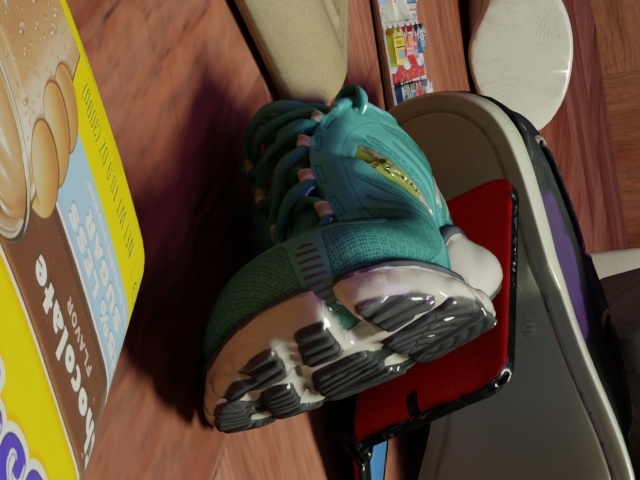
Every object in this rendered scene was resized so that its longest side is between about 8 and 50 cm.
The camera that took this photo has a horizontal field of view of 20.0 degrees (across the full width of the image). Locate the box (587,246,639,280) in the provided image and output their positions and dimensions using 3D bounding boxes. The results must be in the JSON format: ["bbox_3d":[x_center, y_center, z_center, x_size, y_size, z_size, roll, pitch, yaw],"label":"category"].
[{"bbox_3d":[0.241,0.123,1.534,0.181,0.119,0.182,57,29,-62],"label":"box"}]

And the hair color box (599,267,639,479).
[{"bbox_3d":[0.235,0.111,1.103,0.185,0.113,0.374,55,-11,0],"label":"hair color box"}]

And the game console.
[{"bbox_3d":[0.055,0.061,0.844,0.085,0.124,0.144,50,28,-28],"label":"game console"}]

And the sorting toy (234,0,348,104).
[{"bbox_3d":[-0.037,-0.226,0.728,0.307,0.041,0.229,63,28,-55],"label":"sorting toy"}]

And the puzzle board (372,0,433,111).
[{"bbox_3d":[0.051,-0.118,1.089,0.128,0.011,0.096,-36,118,-76],"label":"puzzle board"}]

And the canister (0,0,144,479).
[{"bbox_3d":[-0.084,0.022,0.310,0.170,0.073,0.126,-81,160,-54],"label":"canister"}]

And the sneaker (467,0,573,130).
[{"bbox_3d":[0.145,-0.188,1.405,0.094,0.080,0.212,-76,157,-86],"label":"sneaker"}]

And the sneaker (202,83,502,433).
[{"bbox_3d":[0.000,0.000,0.680,0.275,0.107,0.110,-44,110,-82],"label":"sneaker"}]

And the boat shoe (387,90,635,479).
[{"bbox_3d":[0.109,0.083,0.982,0.113,0.127,0.340,-23,96,-64],"label":"boat shoe"}]
